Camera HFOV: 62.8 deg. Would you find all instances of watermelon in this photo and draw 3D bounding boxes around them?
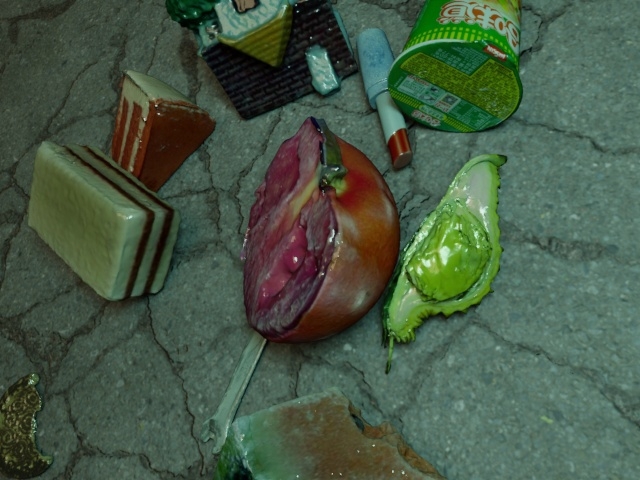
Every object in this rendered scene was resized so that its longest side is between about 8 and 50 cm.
[{"bbox_3d":[0.006,0.326,0.653,0.302,0.151,0.264,-35,57,-18],"label":"watermelon"}]

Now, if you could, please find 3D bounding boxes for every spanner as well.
[{"bbox_3d":[-0.123,0.204,0.876,0.071,0.017,0.301,19,79,28],"label":"spanner"}]

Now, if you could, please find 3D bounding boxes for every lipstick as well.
[{"bbox_3d":[0.116,-0.249,0.917,0.068,0.061,0.274,-17,65,14],"label":"lipstick"}]

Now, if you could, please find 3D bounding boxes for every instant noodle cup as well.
[{"bbox_3d":[0.234,-0.326,0.832,0.207,0.207,0.232,9,67,25],"label":"instant noodle cup"}]

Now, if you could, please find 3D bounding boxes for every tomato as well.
[{"bbox_3d":[0.003,-0.003,0.812,0.289,0.176,0.334,-45,42,41],"label":"tomato"}]

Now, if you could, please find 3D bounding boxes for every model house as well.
[{"bbox_3d":[-0.099,-0.364,0.984,0.281,0.230,0.248,-20,89,17],"label":"model house"}]

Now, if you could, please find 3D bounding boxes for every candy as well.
[{"bbox_3d":[-0.419,-0.044,0.993,0.321,0.135,0.179,35,114,29],"label":"candy"}]

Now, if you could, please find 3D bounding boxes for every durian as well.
[{"bbox_3d":[0.185,0.032,0.763,0.107,0.132,0.375,25,84,56],"label":"durian"}]

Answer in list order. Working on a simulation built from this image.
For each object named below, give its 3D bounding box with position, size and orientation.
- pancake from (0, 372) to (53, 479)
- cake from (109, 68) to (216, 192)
[{"bbox_3d":[-0.565,0.353,1.005,0.184,0.020,0.190,4,74,24],"label":"pancake"},{"bbox_3d":[-0.338,-0.205,1.097,0.158,0.160,0.262,44,126,28],"label":"cake"}]
